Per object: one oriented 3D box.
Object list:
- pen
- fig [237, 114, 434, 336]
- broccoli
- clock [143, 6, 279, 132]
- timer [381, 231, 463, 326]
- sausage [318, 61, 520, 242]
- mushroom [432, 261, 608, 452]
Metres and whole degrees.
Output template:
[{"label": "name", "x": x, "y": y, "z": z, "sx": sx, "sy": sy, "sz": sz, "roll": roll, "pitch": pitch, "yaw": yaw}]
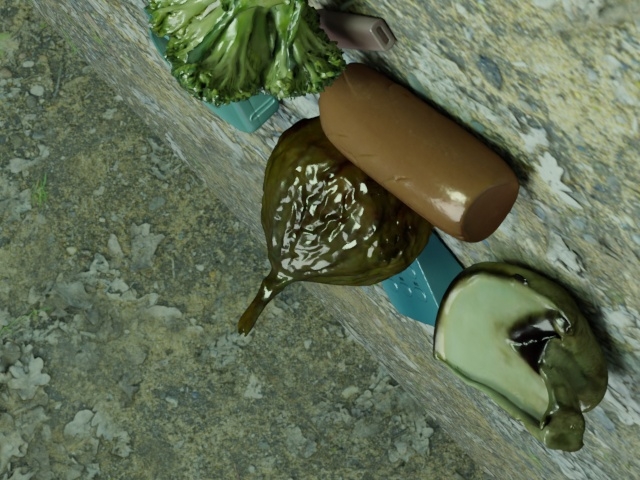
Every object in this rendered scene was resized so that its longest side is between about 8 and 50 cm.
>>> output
[{"label": "pen", "x": 0.027, "y": -0.268, "z": 1.331, "sx": 0.053, "sy": 0.032, "sz": 0.197, "roll": 51, "pitch": 165, "yaw": -32}, {"label": "fig", "x": 0.000, "y": 0.000, "z": 1.569, "sx": 0.286, "sy": 0.369, "sz": 0.286, "roll": 33, "pitch": 169, "yaw": 8}, {"label": "broccoli", "x": -0.052, "y": -0.285, "z": 1.170, "sx": 0.361, "sy": 0.221, "sz": 0.252, "roll": 3, "pitch": 104, "yaw": 65}, {"label": "clock", "x": -0.202, "y": -0.324, "z": 1.832, "sx": 0.274, "sy": 0.094, "sz": 0.223, "roll": 42, "pitch": 168, "yaw": 30}, {"label": "timer", "x": 0.143, "y": 0.025, "z": 1.836, "sx": 0.250, "sy": 0.091, "sz": 0.232, "roll": 53, "pitch": 168, "yaw": -17}, {"label": "sausage", "x": 0.112, "y": -0.118, "z": 1.328, "sx": 0.304, "sy": 0.121, "sz": 0.121, "roll": 41, "pitch": 169, "yaw": 32}, {"label": "mushroom", "x": 0.321, "y": 0.142, "z": 1.527, "sx": 0.292, "sy": 0.212, "sz": 0.217, "roll": -130, "pitch": 47, "yaw": -58}]
